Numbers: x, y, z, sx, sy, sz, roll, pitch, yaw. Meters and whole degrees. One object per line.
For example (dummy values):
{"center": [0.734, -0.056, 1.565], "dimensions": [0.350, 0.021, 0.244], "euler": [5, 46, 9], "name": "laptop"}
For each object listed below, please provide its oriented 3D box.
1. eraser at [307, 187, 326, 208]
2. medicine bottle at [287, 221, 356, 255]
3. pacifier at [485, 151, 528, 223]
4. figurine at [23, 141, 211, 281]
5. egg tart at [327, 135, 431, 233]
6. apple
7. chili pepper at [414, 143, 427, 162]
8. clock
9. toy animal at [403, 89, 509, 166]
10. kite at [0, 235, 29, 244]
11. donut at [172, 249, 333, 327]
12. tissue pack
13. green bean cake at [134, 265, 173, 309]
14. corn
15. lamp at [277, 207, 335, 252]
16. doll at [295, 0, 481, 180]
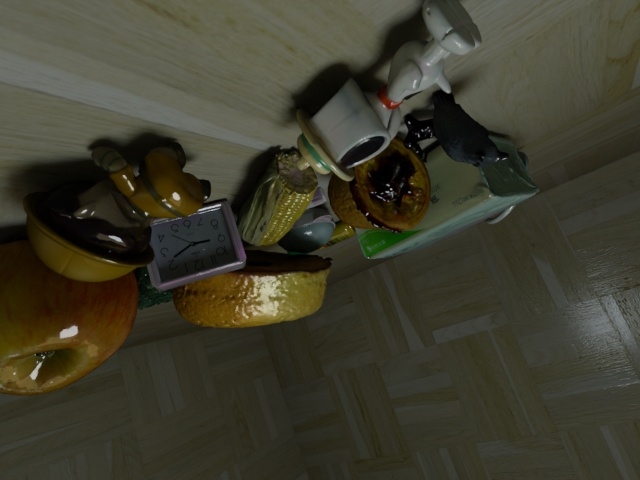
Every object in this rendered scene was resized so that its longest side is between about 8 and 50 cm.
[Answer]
{"center": [-0.040, -0.101, 1.045], "dimensions": [0.105, 0.026, 0.065], "euler": [-20, 165, 3], "name": "eraser"}
{"center": [0.000, 0.000, 1.452], "dimensions": [0.261, 0.064, 0.095], "euler": [-23, 167, 18], "name": "medicine bottle"}
{"center": [0.566, -0.186, 1.365], "dimensions": [0.207, 0.227, 0.279], "euler": [22, 160, -3], "name": "pacifier"}
{"center": [-0.300, -0.037, 0.601], "dimensions": [0.257, 0.167, 0.192], "euler": [-25, 153, 14], "name": "figurine"}
{"center": [0.121, -0.110, 0.870], "dimensions": [0.215, 0.215, 0.171], "euler": [-13, 176, -29], "name": "egg tart"}
{"center": [-0.495, 0.140, 0.743], "dimensions": [0.302, 0.301, 0.301], "euler": [-19, 168, -4], "name": "apple"}
{"center": [0.152, -0.164, 1.005], "dimensions": [0.088, 0.059, 0.227], "euler": [-13, 169, -46], "name": "chili pepper"}
{"center": [-0.272, 0.009, 0.867], "dimensions": [0.197, 0.150, 0.063], "euler": [-16, 170, -16], "name": "clock"}
{"center": [0.259, -0.207, 0.737], "dimensions": [0.121, 0.117, 0.210], "euler": [-9, -152, -24], "name": "toy animal"}
{"center": [-0.572, 0.039, 0.842], "dimensions": [0.141, 0.015, 0.245], "euler": [-21, 164, 9], "name": "kite"}
{"center": [-0.166, 0.126, 1.102], "dimensions": [0.378, 0.163, 0.435], "euler": [4, -175, 23], "name": "donut"}
{"center": [0.336, -0.116, 1.144], "dimensions": [0.332, 0.205, 0.405], "euler": [-7, 163, -45], "name": "tissue pack"}
{"center": [-0.487, 0.126, 1.144], "dimensions": [0.209, 0.107, 0.193], "euler": [-22, 168, 16], "name": "green bean cake"}
{"center": [-0.101, -0.079, 0.860], "dimensions": [0.124, 0.122, 0.305], "euler": [5, 156, -23], "name": "corn"}
{"center": [-0.042, -0.015, 1.223], "dimensions": [0.180, 0.107, 0.246], "euler": [-15, 168, -4], "name": "lamp"}
{"center": [0.075, -0.206, 0.575], "dimensions": [0.208, 0.144, 0.271], "euler": [-37, 179, -25], "name": "doll"}
